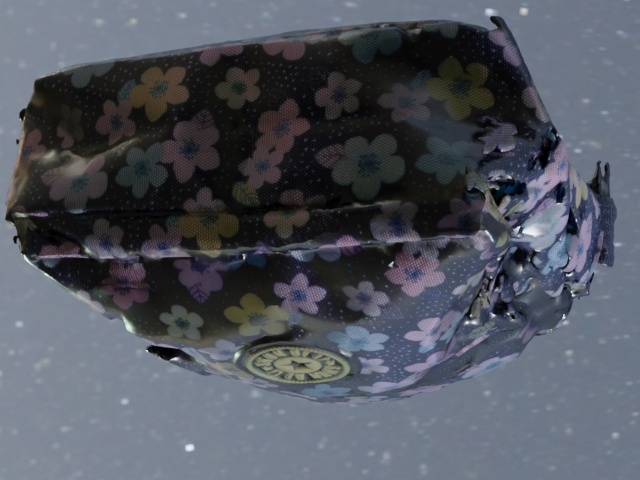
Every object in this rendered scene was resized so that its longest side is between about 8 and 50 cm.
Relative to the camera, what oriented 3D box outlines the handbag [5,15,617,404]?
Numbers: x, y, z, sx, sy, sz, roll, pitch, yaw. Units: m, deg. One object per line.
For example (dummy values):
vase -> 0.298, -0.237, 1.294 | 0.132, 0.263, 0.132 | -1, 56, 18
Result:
handbag -> 0.000, 0.000, 0.635 | 0.228, 0.208, 0.127 | -6, -114, 20
